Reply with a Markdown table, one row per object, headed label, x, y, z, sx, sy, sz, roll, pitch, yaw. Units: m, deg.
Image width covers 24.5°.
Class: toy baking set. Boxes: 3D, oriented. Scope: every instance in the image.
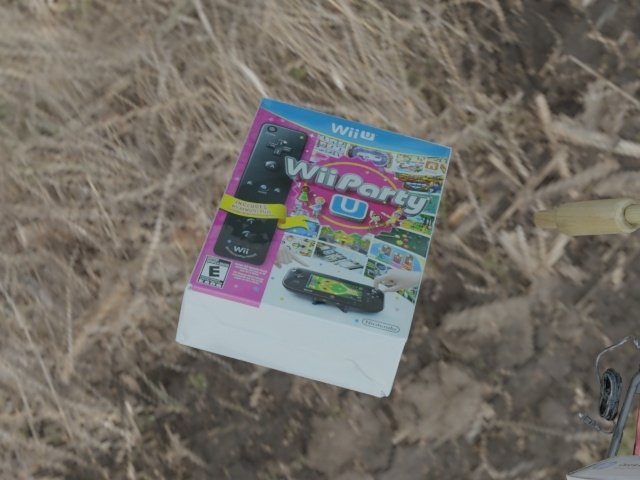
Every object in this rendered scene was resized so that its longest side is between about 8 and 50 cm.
| label | x | y | z | sx | sy | sz | roll | pitch | yaw |
| --- | --- | --- | --- | --- | --- | --- | --- | --- | --- |
| toy baking set | 0.297 | -0.023 | 1.316 | 0.197 | 0.256 | 0.030 | -3 | 90 | -34 |

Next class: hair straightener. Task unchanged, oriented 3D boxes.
| label | x | y | z | sx | sy | sz | roll | pitch | yaw |
| --- | --- | --- | --- | --- | --- | --- | --- | --- | --- |
| hair straightener | 0.370 | 0.226 | 1.862 | 0.089 | 0.047 | 0.230 | 9 | 108 | 15 |

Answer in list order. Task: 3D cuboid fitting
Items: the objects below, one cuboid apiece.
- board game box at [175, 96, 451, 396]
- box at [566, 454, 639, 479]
| label | x | y | z | sx | sy | sz | roll | pitch | yaw |
| --- | --- | --- | --- | --- | --- | --- | --- | --- | --- |
| board game box | 0.000 | 0.000 | 1.544 | 0.224 | 0.303 | 0.097 | 15 | 133 | 2 |
| box | 0.194 | 0.173 | 0.679 | 0.038 | 0.186 | 0.145 | -15 | 88 | -24 |
